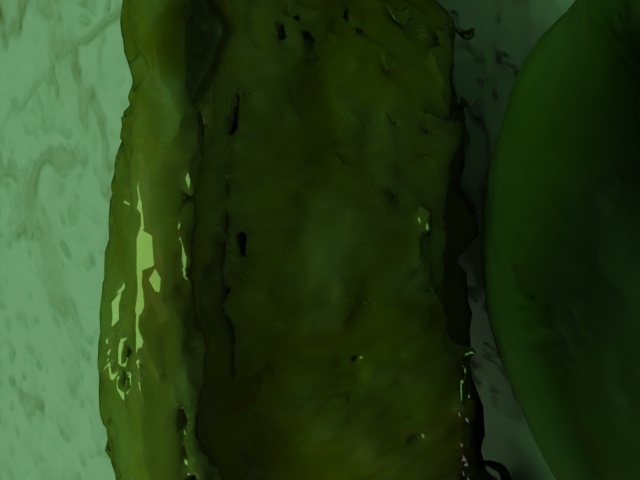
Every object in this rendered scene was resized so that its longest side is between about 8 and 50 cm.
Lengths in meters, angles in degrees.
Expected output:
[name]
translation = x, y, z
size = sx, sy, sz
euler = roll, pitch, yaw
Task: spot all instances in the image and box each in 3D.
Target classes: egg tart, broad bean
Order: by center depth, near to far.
[broad bean]
translation = 0.156, 0.002, 0.667
size = 0.238, 0.119, 0.291
euler = 2, 101, 45
[egg tart]
translation = 0.000, 0.000, 0.796
size = 0.345, 0.132, 0.345
euler = -2, -90, -84

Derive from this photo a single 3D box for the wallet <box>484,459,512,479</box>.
[wallet]
translation = 0.107, 0.203, 0.822
size = 0.202, 0.059, 0.141
euler = 37, 118, 41
